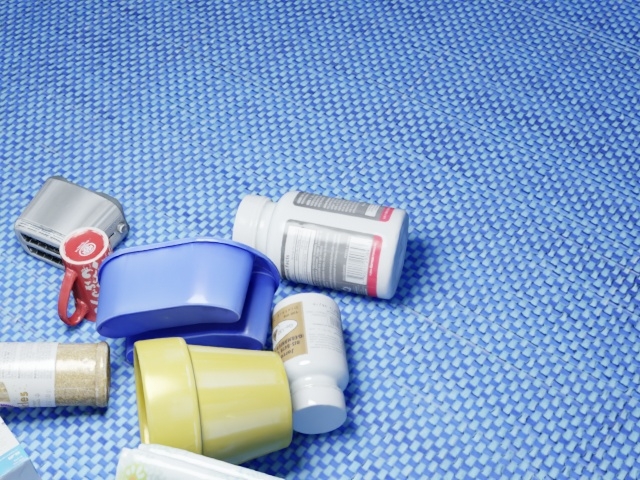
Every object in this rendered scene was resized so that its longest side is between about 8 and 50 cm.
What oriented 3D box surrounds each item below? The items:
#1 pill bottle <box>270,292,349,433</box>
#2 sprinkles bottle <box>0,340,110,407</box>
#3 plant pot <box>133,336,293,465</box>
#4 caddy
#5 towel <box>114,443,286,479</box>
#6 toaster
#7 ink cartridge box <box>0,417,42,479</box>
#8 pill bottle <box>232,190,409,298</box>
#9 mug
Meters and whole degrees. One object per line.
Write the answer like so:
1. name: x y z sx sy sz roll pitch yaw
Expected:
1. pill bottle: -0.017 0.219 1.778 0.131 0.131 0.229 -6 50 -2
2. sprinkles bottle: -0.554 0.237 1.764 0.356 0.121 0.121 0 50 -9
3. plant pot: -0.180 0.279 1.670 0.239 0.254 0.254 -6 50 -14
4. caddy: -0.242 0.099 1.803 0.342 0.241 0.179 -9 54 17
5. towel: -0.149 0.492 1.466 0.375 0.090 0.320 13 97 12
6. toaster: -0.511 -0.032 2.017 0.227 0.129 0.146 21 57 18
7. ink cartridge box: -0.554 0.352 1.714 0.060 0.104 0.180 -34 57 -22
8. pill bottle: 0.000 0.000 1.930 0.319 0.176 0.176 11 52 12
9. mug: -0.432 0.076 1.895 0.113 0.169 0.150 2 50 4
